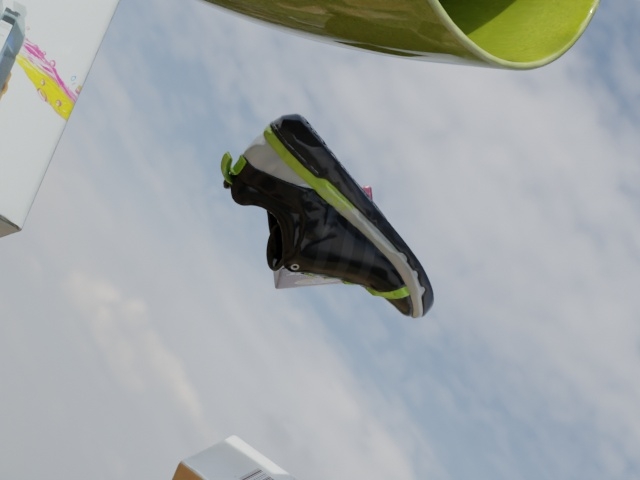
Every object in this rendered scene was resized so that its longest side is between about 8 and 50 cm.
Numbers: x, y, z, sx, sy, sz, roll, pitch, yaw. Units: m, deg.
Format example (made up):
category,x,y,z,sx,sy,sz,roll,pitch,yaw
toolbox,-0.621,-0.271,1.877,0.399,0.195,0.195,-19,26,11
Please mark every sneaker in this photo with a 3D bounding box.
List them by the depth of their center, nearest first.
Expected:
category,x,y,z,sx,sy,sz,roll,pitch,yaw
sneaker,0.001,-0.006,1.168,0.234,0.097,0.084,49,4,-34

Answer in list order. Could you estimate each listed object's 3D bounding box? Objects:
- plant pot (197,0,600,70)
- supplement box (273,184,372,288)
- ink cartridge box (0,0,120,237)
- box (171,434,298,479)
category,x,y,z,sx,sy,sz,roll,pitch,yaw
plant pot,0.018,-0.253,1.050,0.294,0.275,0.274,2,-53,41
supplement box,0.000,0.000,1.569,0.188,0.104,0.080,109,-25,-81
ink cartridge box,-0.206,-0.097,0.780,0.127,0.176,0.128,32,-25,-27
box,-0.082,0.285,1.291,0.130,0.091,0.170,32,-67,21
